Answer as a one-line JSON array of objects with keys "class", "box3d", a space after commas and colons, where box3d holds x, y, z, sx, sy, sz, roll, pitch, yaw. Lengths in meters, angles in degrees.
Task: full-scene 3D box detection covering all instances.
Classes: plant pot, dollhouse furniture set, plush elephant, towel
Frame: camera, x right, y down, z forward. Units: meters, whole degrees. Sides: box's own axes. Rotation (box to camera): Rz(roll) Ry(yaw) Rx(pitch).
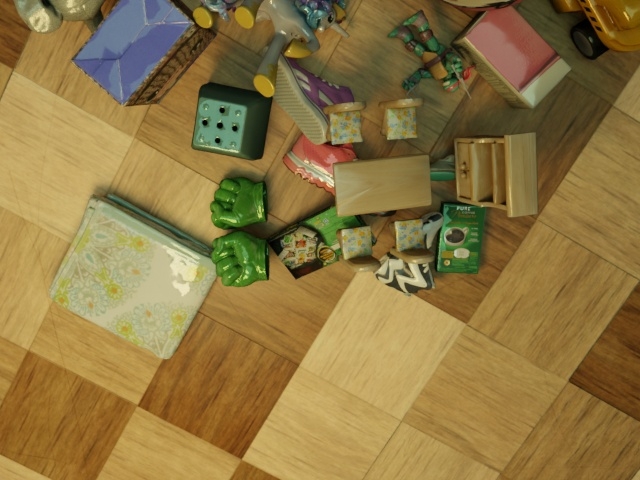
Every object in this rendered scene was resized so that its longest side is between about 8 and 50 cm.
[{"class": "plant pot", "box3d": [-0.214, -0.274, 1.441, 0.165, 0.234, 0.166, 11, 102, -2]}, {"class": "dollhouse furniture set", "box3d": [0.230, -0.131, 1.352, 0.394, 0.256, 0.362, -8, 101, -12]}, {"class": "plush elephant", "box3d": [-0.518, -0.556, 1.316, 0.271, 0.330, 0.255, -17, 83, -3]}, {"class": "towel", "box3d": [-0.482, 0.092, 1.607, 0.374, 0.090, 0.321, 30, 105, -6]}]

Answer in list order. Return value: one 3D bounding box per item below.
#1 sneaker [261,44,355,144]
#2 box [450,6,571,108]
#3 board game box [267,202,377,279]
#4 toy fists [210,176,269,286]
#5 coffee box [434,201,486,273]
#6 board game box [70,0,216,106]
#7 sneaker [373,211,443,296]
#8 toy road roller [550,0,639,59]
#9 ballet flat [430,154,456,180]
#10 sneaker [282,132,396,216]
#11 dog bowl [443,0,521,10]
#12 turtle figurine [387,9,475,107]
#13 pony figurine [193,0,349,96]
[{"class": "sneaker", "box3d": [-0.020, -0.367, 1.503, 0.161, 0.102, 0.282, -30, 81, -30]}, {"class": "box", "box3d": [0.439, -0.432, 1.444, 0.232, 0.148, 0.127, 42, 99, -9]}, {"class": "board game box", "box3d": [0.000, 0.000, 1.548, 0.259, 0.030, 0.136, -25, 107, 32]}, {"class": "toy fists", "box3d": [-0.205, -0.023, 1.537, 0.142, 0.096, 0.279, -4, 82, 4]}, {"class": "coffee box", "box3d": [0.360, -0.007, 1.598, 0.113, 0.040, 0.184, 2, 103, -1]}, {"class": "board game box", "box3d": [-0.379, -0.431, 1.376, 0.141, 0.291, 0.232, 42, 101, -10]}, {"class": "sneaker", "box3d": [0.263, 0.049, 1.586, 0.153, 0.094, 0.235, 40, 100, -10]}, {"class": "toy road roller", "box3d": [0.648, -0.576, 1.362, 0.202, 0.240, 0.329, -34, 101, 7]}, {"class": "ballet flat", "box3d": [0.347, -0.182, 1.554, 0.213, 0.072, 0.068, 5, 76, -1]}, {"class": "sneaker", "box3d": [0.067, -0.168, 1.526, 0.313, 0.116, 0.136, 29, 100, -6]}, {"class": "dog bowl", "box3d": [0.360, -0.677, 1.311, 0.408, 0.150, 0.408, -5, 78, 21]}, {"class": "turtle figurine", "box3d": [0.265, -0.420, 1.470, 0.175, 0.118, 0.234, -27, 103, 48]}, {"class": "pony figurine", "box3d": [-0.109, -0.526, 1.345, 0.351, 0.363, 0.303, 46, 135, -11]}]
